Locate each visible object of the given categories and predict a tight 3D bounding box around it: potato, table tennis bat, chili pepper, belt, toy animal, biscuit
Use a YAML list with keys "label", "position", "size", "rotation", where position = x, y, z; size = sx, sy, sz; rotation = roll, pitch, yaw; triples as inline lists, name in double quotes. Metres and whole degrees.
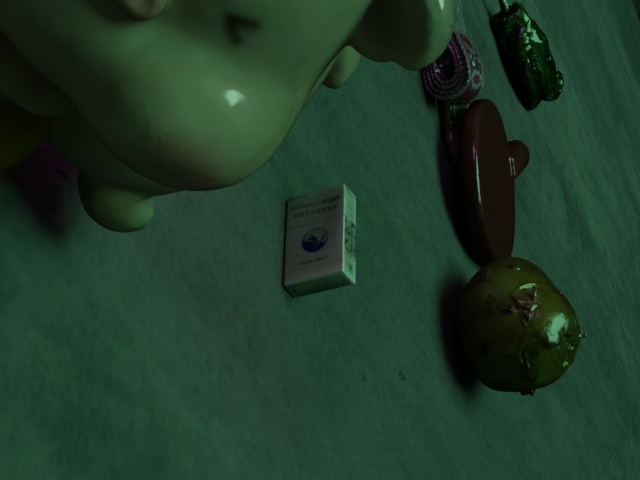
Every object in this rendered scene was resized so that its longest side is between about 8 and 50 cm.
- label: "potato"
  position: [0.202, 0.088, 1.317]
  size: [0.176, 0.137, 0.137]
  rotation: [-96, 168, -81]
- label: "table tennis bat"
  position: [0.216, -0.078, 1.522]
  size: [0.310, 0.038, 0.200]
  rotation: [-39, 122, -68]
- label: "chili pepper"
  position: [0.307, -0.276, 1.837]
  size: [0.279, 0.065, 0.122]
  rotation: [51, 24, -48]
- label: "belt"
  position: [0.140, -0.268, 1.441]
  size: [0.053, 0.071, 0.232]
  rotation: [12, 70, -57]
- label: "toy animal"
  position: [-0.075, -0.110, 0.563]
  size: [0.278, 0.246, 0.345]
  rotation: [-55, 139, -21]
- label: "biscuit"
  position: [0.160, -0.147, 1.482]
  size: [0.071, 0.018, 0.147]
  rotation: [40, 40, -58]

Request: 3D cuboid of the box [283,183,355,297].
- label: "box"
  position: [0.000, 0.000, 0.987]
  size: [0.024, 0.054, 0.083]
  rotation: [51, 34, -49]
